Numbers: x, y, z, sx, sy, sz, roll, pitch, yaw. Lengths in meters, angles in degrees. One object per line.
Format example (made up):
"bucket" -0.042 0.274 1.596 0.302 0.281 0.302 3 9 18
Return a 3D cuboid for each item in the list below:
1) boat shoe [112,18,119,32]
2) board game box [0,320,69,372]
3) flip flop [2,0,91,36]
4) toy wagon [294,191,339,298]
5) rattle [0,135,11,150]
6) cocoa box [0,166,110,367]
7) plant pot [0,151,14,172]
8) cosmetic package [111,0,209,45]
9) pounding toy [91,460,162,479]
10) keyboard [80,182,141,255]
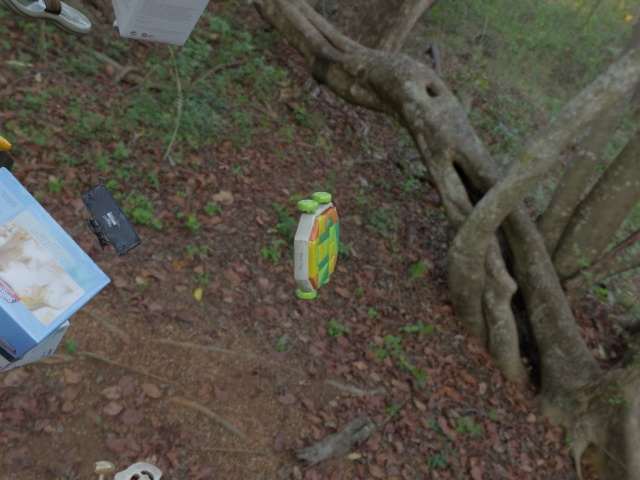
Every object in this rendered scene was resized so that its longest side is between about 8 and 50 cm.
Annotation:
"boat shoe" -0.477 -0.594 1.445 0.226 0.076 0.083 18 -2 33
"board game box" -0.930 0.303 1.585 0.303 0.224 0.097 -16 66 -49
"flip flop" -0.581 -0.512 1.137 0.112 0.080 0.277 57 17 10
"toy wagon" 0.000 0.000 1.545 0.068 0.267 0.344 7 18 17
"rattle" -0.782 -0.174 1.123 0.142 0.130 0.200 40 31 -14
"cocoa box" -0.702 0.063 1.198 0.347 0.228 0.231 51 39 -13
"plant pot" -0.978 -0.225 1.470 0.188 0.167 0.187 -26 31 -10
"cosmetic package" -0.297 -0.589 1.080 0.155 0.365 0.197 -6 73 -40
"pounding toy" -0.530 0.730 1.501 0.154 0.155 0.269 20 22 -50
"keyboard" -0.572 -0.050 1.447 0.100 0.038 0.192 -34 100 -25
